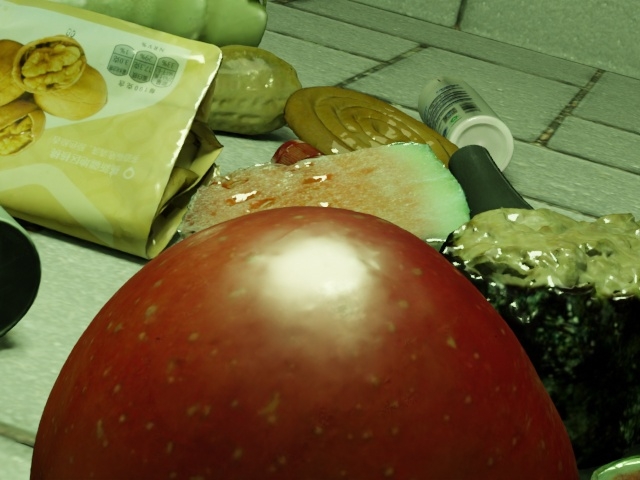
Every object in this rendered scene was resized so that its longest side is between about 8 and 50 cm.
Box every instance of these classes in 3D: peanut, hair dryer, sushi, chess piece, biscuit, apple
[{"bbox_3d":[-0.140,-0.195,1.714,0.236,0.120,0.110,5,-22,-17],"label":"peanut"},{"bbox_3d":[0.263,0.001,1.364,0.271,0.091,0.235,4,42,-24],"label":"hair dryer"},{"bbox_3d":[0.228,0.063,1.094,0.350,0.171,0.211,-2,22,-42],"label":"sushi"},{"bbox_3d":[-0.291,-0.327,1.730,0.442,0.234,0.234,-5,25,-28],"label":"chess piece"},{"bbox_3d":[0.078,-0.118,1.664,0.262,0.037,0.262,23,23,-11],"label":"biscuit"},{"bbox_3d":[-0.009,0.119,0.634,0.260,0.260,0.216,27,58,36],"label":"apple"}]

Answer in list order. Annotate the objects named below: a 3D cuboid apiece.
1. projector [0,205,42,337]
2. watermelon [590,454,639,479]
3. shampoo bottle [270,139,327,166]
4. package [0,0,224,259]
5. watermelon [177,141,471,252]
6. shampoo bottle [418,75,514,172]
[{"bbox_3d":[-0.330,-0.031,1.077,0.108,0.108,0.337,0,22,-36],"label":"projector"},{"bbox_3d":[0.220,0.184,0.928,0.084,0.072,0.092,8,-24,21],"label":"watermelon"},{"bbox_3d":[0.037,-0.038,1.433,0.102,0.064,0.260,6,19,-38],"label":"shampoo bottle"},{"bbox_3d":[-0.260,-0.100,1.326,0.311,0.221,0.165,15,-22,10],"label":"package"},{"bbox_3d":[0.000,0.000,1.228,0.256,0.140,0.193,2,24,-5],"label":"watermelon"},{"bbox_3d":[0.194,-0.167,1.904,0.092,0.092,0.303,11,17,-9],"label":"shampoo bottle"}]
